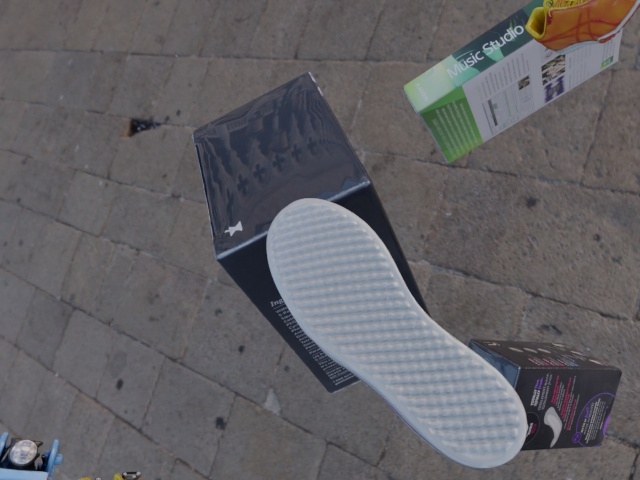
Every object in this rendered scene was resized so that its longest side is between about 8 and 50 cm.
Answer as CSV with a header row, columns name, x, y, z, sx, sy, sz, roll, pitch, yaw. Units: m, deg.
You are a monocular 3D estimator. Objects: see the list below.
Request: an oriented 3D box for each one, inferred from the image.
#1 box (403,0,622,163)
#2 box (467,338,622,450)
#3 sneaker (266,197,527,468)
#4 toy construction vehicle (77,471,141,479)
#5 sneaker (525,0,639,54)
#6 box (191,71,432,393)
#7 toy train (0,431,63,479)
name,x,y,z,sx,sy,sz,roll,pitch,yaw
box,0.305,-0.260,0.844,0.322,0.232,0.059,-32,67,14
box,0.414,0.293,1.047,0.143,0.270,0.165,26,106,63
sneaker,0.059,0.090,0.513,0.102,0.161,0.282,-39,71,-1
toy construction vehicle,-0.341,0.409,0.856,0.035,0.098,0.086,43,110,51
sneaker,0.272,-0.240,0.567,0.067,0.175,0.064,25,87,-9
box,0.000,0.000,0.857,0.211,0.395,0.294,-26,45,5
toy train,-0.353,0.292,0.619,0.184,0.080,0.105,-52,29,42
